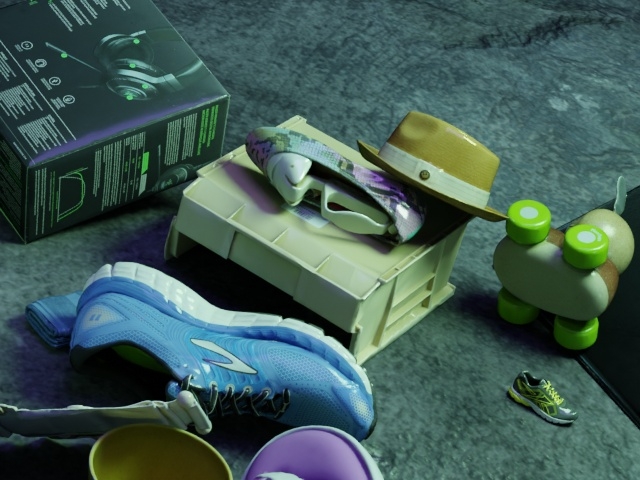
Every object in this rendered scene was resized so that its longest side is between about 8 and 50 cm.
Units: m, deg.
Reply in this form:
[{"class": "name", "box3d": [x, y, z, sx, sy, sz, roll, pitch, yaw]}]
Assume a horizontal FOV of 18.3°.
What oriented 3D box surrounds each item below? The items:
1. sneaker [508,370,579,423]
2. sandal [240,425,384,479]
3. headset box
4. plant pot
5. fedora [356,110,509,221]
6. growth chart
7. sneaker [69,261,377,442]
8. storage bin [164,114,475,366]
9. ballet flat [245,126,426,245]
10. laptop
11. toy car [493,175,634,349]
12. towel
[{"class": "sneaker", "box3d": [0.250, 0.174, 2.200, 0.083, 0.035, 0.031, 25, 33, 13]}, {"class": "sandal", "box3d": [-0.028, 0.284, 1.764, 0.169, 0.102, 0.416, -21, 31, 14]}, {"class": "headset box", "box3d": [-0.273, -0.164, 2.290, 0.283, 0.131, 0.246, -23, 57, -27]}, {"class": "plant pot", "box3d": [-0.157, 0.248, 1.831, 0.134, 0.095, 0.134, 13, 32, -8]}, {"class": "fedora", "box3d": [0.137, -0.090, 2.228, 0.194, 0.079, 0.194, 26, 5, -2]}, {"class": "growth chart", "box3d": [-0.220, 0.170, 1.879, 0.237, 0.172, 0.021, -1, 74, -5]}, {"class": "sneaker", "box3d": [-0.104, 0.147, 2.015, 0.330, 0.130, 0.147, 19, 48, 3]}, {"class": "storage bin", "box3d": [0.000, 0.000, 2.268, 0.262, 0.123, 0.260, 31, 34, 19]}, {"class": "ballet flat", "box3d": [0.008, -0.057, 2.181, 0.221, 0.077, 0.079, 25, 44, 8]}, {"class": "laptop", "box3d": [0.497, 0.114, 2.432, 0.408, 0.236, 0.382, 27, 18, -46]}, {"class": "toy car", "box3d": [0.306, 0.004, 2.330, 0.149, 0.155, 0.188, 25, 46, 25]}, {"class": "towel", "box3d": [-0.251, 0.080, 2.109, 0.119, 0.029, 0.067, -14, 44, -39]}]
